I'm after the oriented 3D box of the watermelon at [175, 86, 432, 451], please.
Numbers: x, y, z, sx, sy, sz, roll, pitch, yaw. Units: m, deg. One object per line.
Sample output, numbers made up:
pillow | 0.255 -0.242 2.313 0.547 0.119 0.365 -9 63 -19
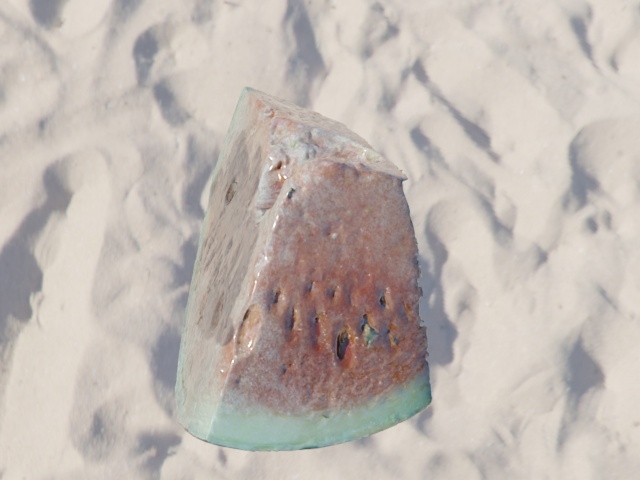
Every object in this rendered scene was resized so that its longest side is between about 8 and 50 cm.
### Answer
watermelon | 0.000 0.000 0.697 0.148 0.226 0.318 13 48 -13
